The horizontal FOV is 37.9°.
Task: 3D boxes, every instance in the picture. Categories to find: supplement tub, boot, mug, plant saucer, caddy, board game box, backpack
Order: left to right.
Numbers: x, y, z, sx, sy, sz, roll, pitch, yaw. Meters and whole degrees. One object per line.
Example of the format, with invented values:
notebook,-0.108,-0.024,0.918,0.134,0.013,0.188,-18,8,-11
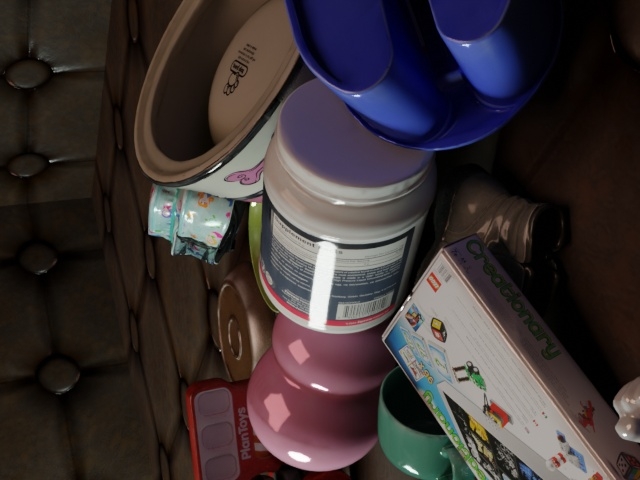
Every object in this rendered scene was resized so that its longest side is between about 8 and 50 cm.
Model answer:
backpack,-0.217,-0.095,1.742,0.253,0.191,0.225,132,153,-65
plant saucer,-0.158,0.199,1.922,0.310,0.050,0.310,173,90,-69
plant saucer,-0.075,0.008,1.670,0.241,0.037,0.241,172,90,-68
supplement tub,0.027,-0.036,1.067,0.272,0.191,0.191,98,155,-52
caddy,0.095,-0.259,0.917,0.179,0.241,0.341,22,-129,-63
mug,0.127,0.225,1.086,0.158,0.129,0.097,-58,-25,-51
boot,0.179,0.051,1.000,0.161,0.083,0.246,45,138,52
board game box,0.191,0.167,0.936,0.305,0.053,0.193,56,149,20

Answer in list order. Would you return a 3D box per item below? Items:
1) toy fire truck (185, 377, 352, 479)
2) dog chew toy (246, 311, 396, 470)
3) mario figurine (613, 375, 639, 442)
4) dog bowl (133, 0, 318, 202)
toy fire truck,-0.090,0.360,1.522,0.169,0.254,0.302,-165,69,-67
dog chew toy,0.016,0.156,1.291,0.206,0.206,0.332,-126,43,-50
mario figurine,0.287,0.200,0.643,0.198,0.170,0.320,-49,-33,-73
dog bowl,-0.073,-0.230,1.241,0.408,0.150,0.408,-30,47,38
